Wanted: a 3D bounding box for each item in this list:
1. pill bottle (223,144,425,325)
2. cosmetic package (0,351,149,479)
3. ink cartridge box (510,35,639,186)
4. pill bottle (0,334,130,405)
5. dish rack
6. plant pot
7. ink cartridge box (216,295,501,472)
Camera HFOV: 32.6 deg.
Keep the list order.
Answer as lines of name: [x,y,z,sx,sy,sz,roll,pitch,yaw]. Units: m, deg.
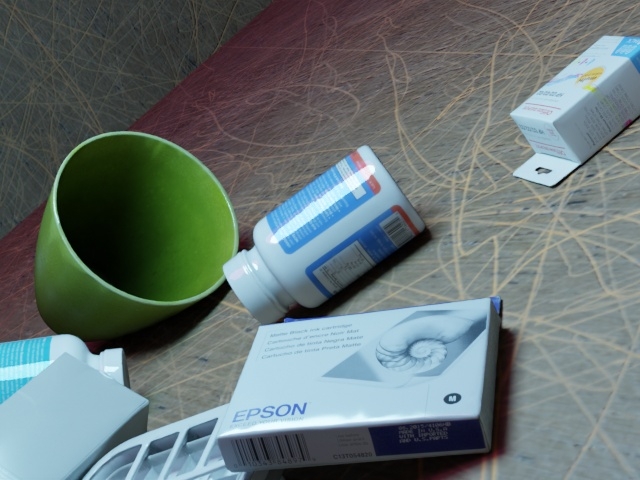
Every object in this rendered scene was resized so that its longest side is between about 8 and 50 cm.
pill bottle: [0.000,0.000,1.271,0.221,0.124,0.124,-35,18,5]
cosmetic package: [-0.302,0.239,1.160,0.238,0.127,0.107,-39,-31,-46]
ink cartridge box: [0.281,-0.143,1.187,0.181,0.061,0.104,-40,18,-5]
pill bottle: [-0.371,0.197,1.353,0.264,0.146,0.146,-8,18,-5]
dish rack: [-0.161,0.292,0.959,0.285,0.072,0.333,-24,23,35]
plant pot: [-0.307,0.033,1.617,0.293,0.275,0.275,-43,9,47]
ink cartridge box: [0.042,0.105,0.950,0.223,0.045,0.224,-8,28,16]
